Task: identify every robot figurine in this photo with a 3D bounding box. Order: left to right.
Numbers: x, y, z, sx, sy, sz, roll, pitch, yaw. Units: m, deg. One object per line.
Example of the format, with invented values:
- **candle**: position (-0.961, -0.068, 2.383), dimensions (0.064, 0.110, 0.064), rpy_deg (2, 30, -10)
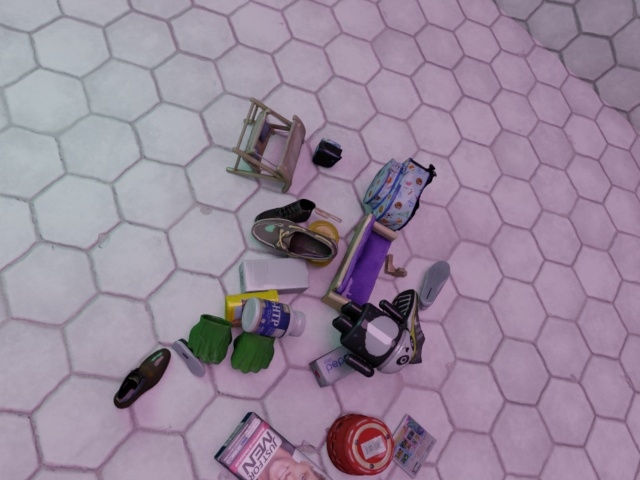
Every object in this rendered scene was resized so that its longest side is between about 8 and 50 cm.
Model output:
- **robot figurine**: position (0.177, 0.316, 1.627), dimensions (0.278, 0.173, 0.209), rpy_deg (37, 107, -1)

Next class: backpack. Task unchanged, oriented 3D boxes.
- **backpack**: position (0.027, -0.346, 1.964), dimensions (0.105, 0.114, 0.084), rpy_deg (22, 64, -13)
- **backpack**: position (0.291, -0.170, 1.918), dimensions (0.213, 0.276, 0.264), rpy_deg (21, 71, -5)

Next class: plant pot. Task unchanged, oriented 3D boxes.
- **plant pot**: position (0.133, 0.656, 1.591), dimensions (0.191, 0.174, 0.191), rpy_deg (7, 66, -16)

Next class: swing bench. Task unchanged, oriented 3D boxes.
- **swing bench**: position (-0.191, -0.356, 1.866), dimensions (0.254, 0.165, 0.253), rpy_deg (19, 65, -12)

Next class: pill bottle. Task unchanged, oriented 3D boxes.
- **pill bottle**: position (-0.146, 0.252, 1.579), dimensions (0.186, 0.112, 0.112), rpy_deg (17, 65, -29)

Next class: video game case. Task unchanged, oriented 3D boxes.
- **video game case**: position (0.313, 0.714, 1.716), dimensions (0.143, 0.019, 0.157), rpy_deg (42, 64, 0)

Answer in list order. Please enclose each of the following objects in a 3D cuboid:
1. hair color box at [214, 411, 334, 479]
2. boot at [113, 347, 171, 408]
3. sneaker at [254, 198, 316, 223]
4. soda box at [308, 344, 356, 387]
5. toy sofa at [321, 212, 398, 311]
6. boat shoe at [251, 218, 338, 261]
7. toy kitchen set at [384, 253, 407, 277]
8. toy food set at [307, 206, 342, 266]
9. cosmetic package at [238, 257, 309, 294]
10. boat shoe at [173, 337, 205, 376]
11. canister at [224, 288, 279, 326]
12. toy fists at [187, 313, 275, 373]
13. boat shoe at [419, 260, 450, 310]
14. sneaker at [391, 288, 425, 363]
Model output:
- **hair color box**: position (-0.137, 0.707, 1.515), dimensions (0.347, 0.105, 0.174), rpy_deg (41, 63, -2)
- **boot**: position (-0.532, 0.413, 1.488), dimensions (0.082, 0.106, 0.219), rpy_deg (39, 63, -2)
- **sneaker**: position (-0.131, -0.104, 1.816), dimensions (0.221, 0.118, 0.083), rpy_deg (-14, 76, -23)
- **soda box**: position (0.110, 0.404, 1.722), dimensions (0.286, 0.091, 0.098), rpy_deg (-22, 79, -25)
- **toy sofa**: position (0.156, 0.091, 1.810), dimensions (0.150, 0.177, 0.363), rpy_deg (30, 63, -6)
- **boat shoe**: position (-0.096, -0.002, 1.736), dimensions (0.324, 0.097, 0.117), rpy_deg (18, 95, 4)
- **toy kitchen set**: position (0.303, 0.095, 1.919), dimensions (0.083, 0.068, 0.075), rpy_deg (14, 66, -14)
- **toy food set**: position (0.000, 0.000, 1.849), dimensions (0.128, 0.071, 0.218), rpy_deg (19, 70, -8)
- **cosmetic package**: position (-0.164, 0.129, 1.737), dimensions (0.230, 0.085, 0.118), rpy_deg (0, 70, -21)
- **boat shoe**: position (-0.413, 0.372, 1.580), dimensions (0.142, 0.049, 0.040), rpy_deg (51, 25, -1)
- **canister**: position (-0.232, 0.230, 1.654), dimensions (0.169, 0.126, 0.073), rpy_deg (-4, 39, -18)
- **toy fists**: position (-0.285, 0.338, 1.589), dimensions (0.279, 0.096, 0.142), rpy_deg (19, 95, -15)
- **boat shoe**: position (0.436, 0.175, 1.934), dimensions (0.083, 0.076, 0.226), rpy_deg (31, 56, 14)
- **sneaker**: position (0.329, 0.322, 1.834), dimensions (0.121, 0.111, 0.300), rpy_deg (38, 50, -37)
